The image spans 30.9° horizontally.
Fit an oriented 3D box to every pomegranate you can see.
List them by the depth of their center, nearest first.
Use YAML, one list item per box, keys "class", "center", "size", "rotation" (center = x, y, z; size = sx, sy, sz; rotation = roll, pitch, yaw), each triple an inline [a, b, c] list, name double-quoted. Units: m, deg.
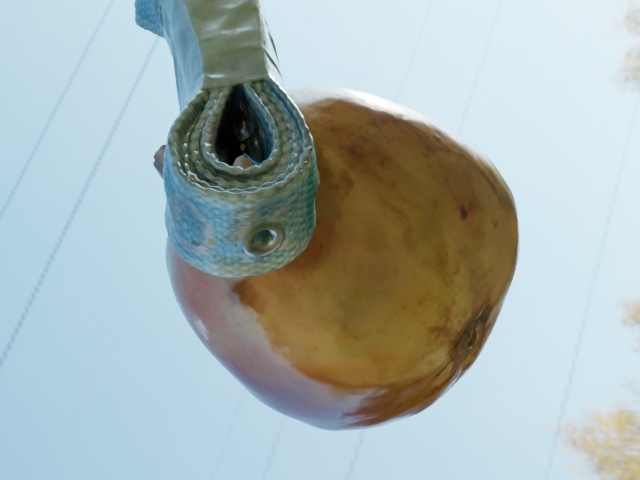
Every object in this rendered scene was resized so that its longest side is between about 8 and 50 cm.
- class: "pomegranate"
  center: [0.000, 0.000, 0.825]
  size: [0.252, 0.270, 0.229]
  rotation: [-9, -55, -64]

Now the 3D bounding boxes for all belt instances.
- class: "belt"
  center: [-0.063, -0.102, 0.684]
  size: [0.302, 0.087, 0.072]
  rotation: [-106, 8, -46]
